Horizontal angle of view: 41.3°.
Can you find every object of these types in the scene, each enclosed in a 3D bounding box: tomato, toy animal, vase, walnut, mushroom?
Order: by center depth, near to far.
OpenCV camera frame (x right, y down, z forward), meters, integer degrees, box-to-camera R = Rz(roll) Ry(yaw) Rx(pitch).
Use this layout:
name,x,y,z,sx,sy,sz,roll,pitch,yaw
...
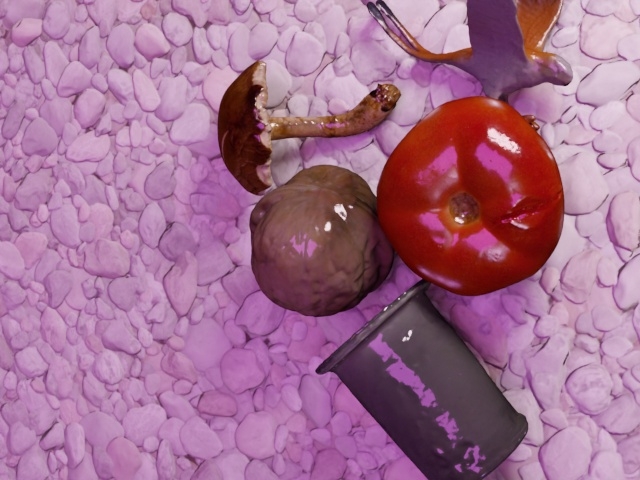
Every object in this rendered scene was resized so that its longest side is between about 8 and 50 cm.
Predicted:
name,x,y,z,sx,sy,sz,roll,pitch,yaw
tomato,0.228,-0.071,1.285,0.298,0.226,0.299,8,113,20
vase,0.170,0.238,1.336,0.245,0.245,0.291,-44,79,20
toy animal,0.236,-0.293,1.341,0.284,0.225,0.302,-18,96,44
walnut,-0.002,-0.001,1.391,0.248,0.248,0.248,1,93,25
mushroom,-0.044,-0.174,1.463,0.301,0.208,0.233,20,141,13
